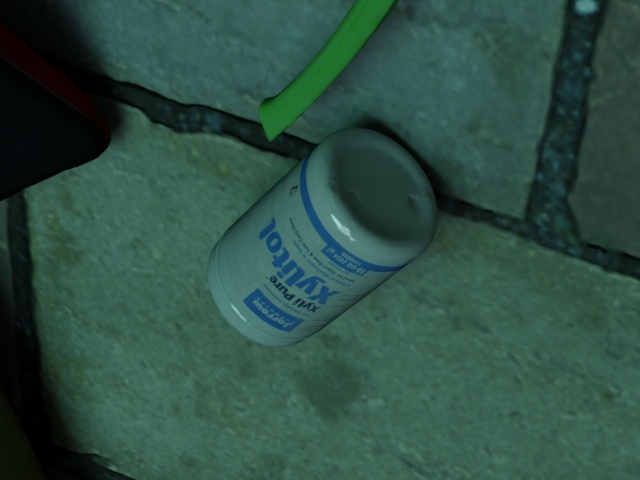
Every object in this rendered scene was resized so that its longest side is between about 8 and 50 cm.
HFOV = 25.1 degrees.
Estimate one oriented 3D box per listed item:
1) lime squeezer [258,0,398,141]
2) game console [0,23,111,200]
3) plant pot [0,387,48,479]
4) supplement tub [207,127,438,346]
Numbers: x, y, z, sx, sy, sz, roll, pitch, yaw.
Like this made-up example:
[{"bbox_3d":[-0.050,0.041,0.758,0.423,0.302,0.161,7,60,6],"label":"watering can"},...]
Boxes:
[{"bbox_3d":[0.088,-0.098,0.559,0.310,0.059,0.110,-3,108,32],"label":"lime squeezer"},{"bbox_3d":[-0.350,-0.056,0.696,0.386,0.060,0.342,-21,144,23],"label":"game console"},{"bbox_3d":[-0.277,0.155,0.908,0.237,0.237,0.254,-5,138,34],"label":"plant pot"},{"bbox_3d":[0.000,0.000,0.693,0.071,0.071,0.107,42,135,-6],"label":"supplement tub"}]
